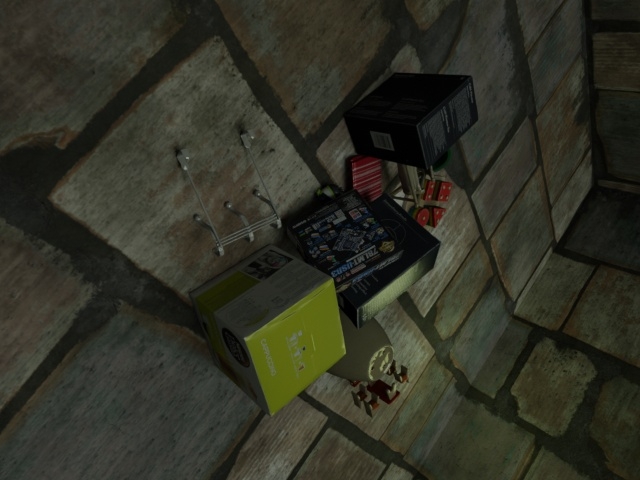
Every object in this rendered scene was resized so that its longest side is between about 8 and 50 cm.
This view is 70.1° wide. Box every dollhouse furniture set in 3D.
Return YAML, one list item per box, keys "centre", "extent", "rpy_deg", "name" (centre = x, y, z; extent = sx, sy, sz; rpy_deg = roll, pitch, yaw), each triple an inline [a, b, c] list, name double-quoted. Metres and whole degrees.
- centre: [0.247, 0.669, 2.116]
  extent: [0.262, 0.259, 0.135]
  rpy_deg: [-32, 125, -30]
  name: "dollhouse furniture set"

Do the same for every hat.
- centre: [0.486, -0.424, 2.025]
  extent: [0.208, 0.184, 0.173]
  rpy_deg: [-28, 128, 23]
  name: "hat"

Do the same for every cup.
- centre: [0.174, 0.473, 1.974]
  extent: [0.330, 0.236, 0.332]
  rpy_deg: [-19, 120, -37]
  name: "cup"

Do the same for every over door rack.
- centre: [-0.270, -0.146, 1.371]
  extent: [0.239, 0.108, 0.325]
  rpy_deg: [-29, 112, -33]
  name: "over door rack"

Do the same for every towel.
- centre: [0.181, -0.204, 1.796]
  extent: [0.198, 0.031, 0.275]
  rpy_deg: [-28, 123, -45]
  name: "towel"

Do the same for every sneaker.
- centre: [0.042, -0.110, 1.716]
  extent: [0.097, 0.084, 0.235]
  rpy_deg: [-28, 128, -5]
  name: "sneaker"

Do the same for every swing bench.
- centre: [0.351, -0.314, 1.820]
  extent: [0.255, 0.165, 0.253]
  rpy_deg: [-50, 135, -29]
  name: "swing bench"

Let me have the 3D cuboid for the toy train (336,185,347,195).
- centre: [0.104, -0.166, 1.768]
  extent: [0.158, 0.027, 0.036]
  rpy_deg: [29, 89, -47]
  name: "toy train"

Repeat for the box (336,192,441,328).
- centre: [0.191, 0.071, 1.688]
  extent: [0.395, 0.293, 0.212]
  rpy_deg: [-36, 153, -14]
  name: "box"

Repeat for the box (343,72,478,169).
- centre: [0.322, -0.438, 1.627]
  extent: [0.312, 0.343, 0.179]
  rpy_deg: [-43, 131, -21]
  name: "box"

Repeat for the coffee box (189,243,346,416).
- centre: [-0.161, 0.276, 1.485]
  extent: [0.338, 0.334, 0.338]
  rpy_deg: [-32, 128, -30]
  name: "coffee box"

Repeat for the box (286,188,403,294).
- centre: [0.079, 0.002, 1.553]
  extent: [0.295, 0.293, 0.073]
  rpy_deg: [-29, 157, -16]
  name: "box"

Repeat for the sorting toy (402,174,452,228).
- centre: [0.493, -0.169, 2.102]
  extent: [0.257, 0.089, 0.256]
  rpy_deg: [-3, 110, -44]
  name: "sorting toy"
